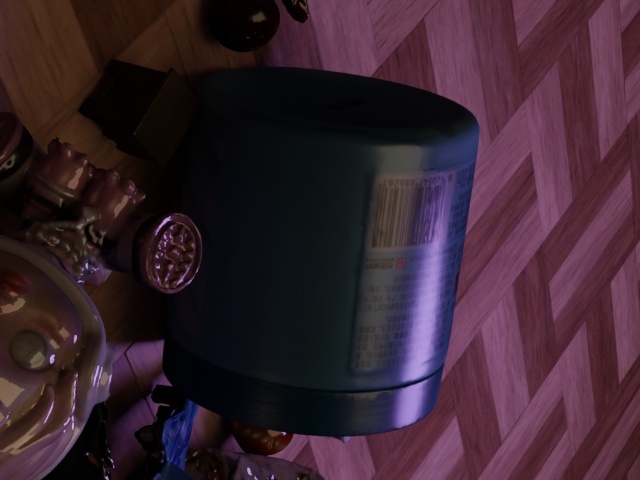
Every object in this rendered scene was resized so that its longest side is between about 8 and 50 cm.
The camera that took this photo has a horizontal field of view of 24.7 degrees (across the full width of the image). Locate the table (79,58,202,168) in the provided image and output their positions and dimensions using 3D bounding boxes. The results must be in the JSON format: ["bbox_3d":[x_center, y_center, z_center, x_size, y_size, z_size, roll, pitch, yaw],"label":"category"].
[{"bbox_3d":[-0.189,-0.137,1.526,0.083,0.082,0.070,-61,148,-16],"label":"table"}]

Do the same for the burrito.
[{"bbox_3d":[-0.133,0.335,1.847,0.348,0.107,0.175,13,111,-55],"label":"burrito"}]

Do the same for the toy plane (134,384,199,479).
[{"bbox_3d":[-0.174,0.220,1.722,0.169,0.078,0.246,88,0,-48],"label":"toy plane"}]

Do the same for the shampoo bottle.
[{"bbox_3d":[0.000,0.000,1.661,0.331,0.331,0.342,-17,120,-53],"label":"shampoo bottle"}]

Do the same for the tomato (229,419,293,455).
[{"bbox_3d":[-0.081,0.245,1.915,0.075,0.087,0.087,-46,147,2],"label":"tomato"}]

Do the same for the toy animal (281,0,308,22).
[{"bbox_3d":[-0.056,-0.334,1.600,0.179,0.089,0.188,-3,81,-56],"label":"toy animal"}]

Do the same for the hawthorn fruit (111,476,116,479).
[{"bbox_3d":[-0.269,0.332,1.592,0.189,0.189,0.189,-34,134,-45],"label":"hawthorn fruit"}]

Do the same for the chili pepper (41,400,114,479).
[{"bbox_3d":[-0.312,0.241,1.494,0.264,0.148,0.116,-60,147,-24],"label":"chili pepper"}]

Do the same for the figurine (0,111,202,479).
[{"bbox_3d":[-0.285,0.082,1.356,0.361,0.253,0.211,-59,164,-32],"label":"figurine"}]

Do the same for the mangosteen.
[{"bbox_3d":[-0.087,-0.251,1.634,0.081,0.081,0.081,-34,134,-45],"label":"mangosteen"}]

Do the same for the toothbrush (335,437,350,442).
[{"bbox_3d":[0.018,0.174,2.079,0.030,0.030,0.304,-42,139,-39],"label":"toothbrush"}]
